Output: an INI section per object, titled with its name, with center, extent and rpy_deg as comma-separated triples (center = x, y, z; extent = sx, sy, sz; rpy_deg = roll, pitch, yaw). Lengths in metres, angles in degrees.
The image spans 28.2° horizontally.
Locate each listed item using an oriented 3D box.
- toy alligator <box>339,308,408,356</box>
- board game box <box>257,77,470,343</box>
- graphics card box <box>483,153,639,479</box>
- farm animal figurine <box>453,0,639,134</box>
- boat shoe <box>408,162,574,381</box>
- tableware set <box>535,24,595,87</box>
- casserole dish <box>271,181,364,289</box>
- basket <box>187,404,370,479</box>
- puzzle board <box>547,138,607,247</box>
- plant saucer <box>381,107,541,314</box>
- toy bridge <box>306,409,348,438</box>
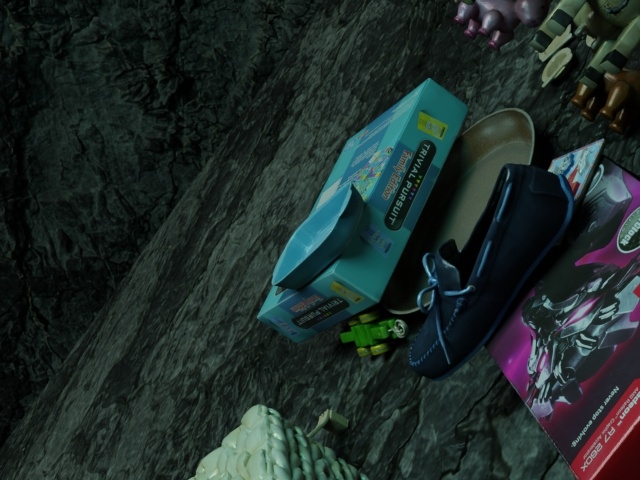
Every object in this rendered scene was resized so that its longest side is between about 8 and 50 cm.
[toy alligator]
center = 0.085, 0.117, 1.677
extent = 0.051, 0.056, 0.189
rpy_deg = -19, 0, -26
[board game box]
center = 0.059, -0.037, 1.793
extent = 0.254, 0.079, 0.336
rpy_deg = -33, 27, 60
[graphics card box]
center = 0.280, 0.074, 1.169
extent = 0.233, 0.094, 0.371
rpy_deg = -55, 16, 11
[farm animal figurine]
center = 0.283, -0.271, 1.358
extent = 0.172, 0.330, 0.327
rpy_deg = -55, 17, -2
[boat shoe]
center = 0.151, 0.024, 1.287
extent = 0.258, 0.089, 0.109
rpy_deg = -60, 18, 20
[tableware set]
center = 0.343, -0.279, 1.710
extent = 0.141, 0.020, 0.169
rpy_deg = -49, 20, 25
[casserole dish]
center = 0.000, 0.000, 1.661
extent = 0.188, 0.037, 0.114
rpy_deg = -41, 20, 46
[basket]
center = -0.043, 0.354, 1.014
extent = 0.328, 0.266, 0.331
rpy_deg = -47, 12, 7
[puzzle board]
center = 0.241, -0.042, 1.310
extent = 0.128, 0.011, 0.096
rpy_deg = -62, 16, -20
[plant saucer]
center = 0.187, -0.029, 1.653
extent = 0.311, 0.050, 0.311
rpy_deg = -50, 19, 23
[toy bridge]
center = -0.003, 0.285, 1.600
extent = 0.026, 0.063, 0.188
rpy_deg = -45, 21, 34
